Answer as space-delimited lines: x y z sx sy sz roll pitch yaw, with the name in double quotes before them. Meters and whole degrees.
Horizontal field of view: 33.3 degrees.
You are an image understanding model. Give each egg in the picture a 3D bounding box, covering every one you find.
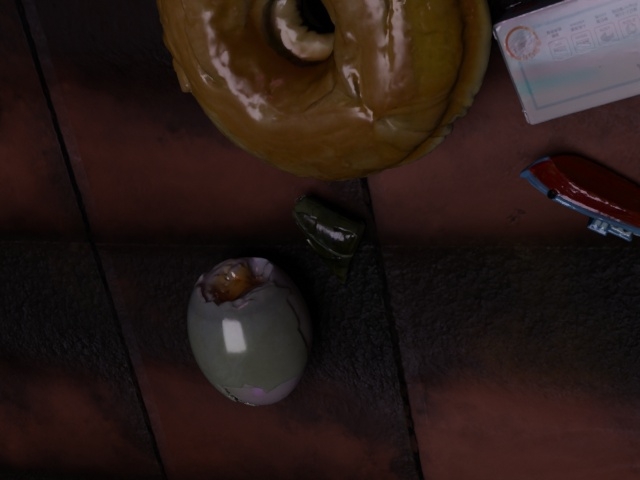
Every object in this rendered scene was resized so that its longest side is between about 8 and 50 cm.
"egg" -0.100 0.143 1.570 0.183 0.183 0.217 4 125 24

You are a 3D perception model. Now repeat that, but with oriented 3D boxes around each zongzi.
"zongzi" 0.000 0.000 1.523 0.109 0.055 0.119 29 136 12

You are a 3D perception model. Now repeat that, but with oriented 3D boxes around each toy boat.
"toy boat" 0.330 -0.055 1.318 0.173 0.069 0.059 26 138 4

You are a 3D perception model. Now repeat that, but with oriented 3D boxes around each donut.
"donut" -0.009 -0.275 1.286 0.449 0.198 0.449 14 123 22

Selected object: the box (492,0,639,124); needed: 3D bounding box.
"box" 0.338 -0.234 1.208 0.269 0.079 0.135 -15 108 32
